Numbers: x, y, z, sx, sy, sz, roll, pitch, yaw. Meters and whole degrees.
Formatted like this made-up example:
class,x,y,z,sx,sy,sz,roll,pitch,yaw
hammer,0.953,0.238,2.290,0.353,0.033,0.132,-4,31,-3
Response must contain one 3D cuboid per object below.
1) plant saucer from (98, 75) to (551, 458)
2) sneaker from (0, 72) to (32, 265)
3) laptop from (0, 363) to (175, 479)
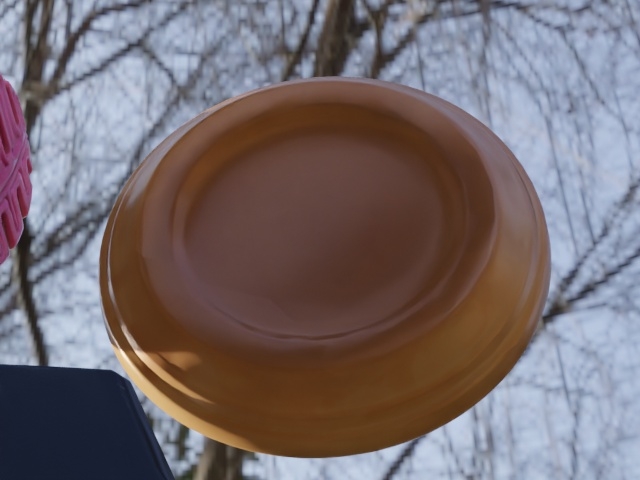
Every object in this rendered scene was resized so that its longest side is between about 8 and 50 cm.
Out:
class,x,y,z,sx,sy,sz,roll,pitch,yaw
plant saucer,0.000,0.000,0.782,0.200,0.200,0.037,-5,-36,2
sneaker,-0.227,-0.018,0.784,0.111,0.252,0.103,4,-71,31
laptop,-0.204,0.201,1.014,0.264,0.234,0.136,-27,-29,-3
